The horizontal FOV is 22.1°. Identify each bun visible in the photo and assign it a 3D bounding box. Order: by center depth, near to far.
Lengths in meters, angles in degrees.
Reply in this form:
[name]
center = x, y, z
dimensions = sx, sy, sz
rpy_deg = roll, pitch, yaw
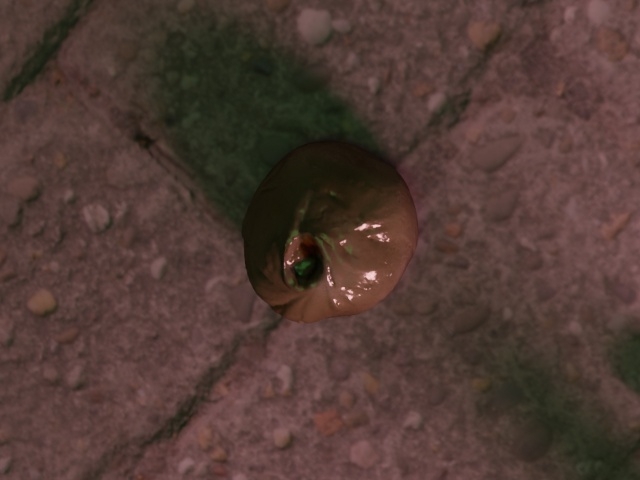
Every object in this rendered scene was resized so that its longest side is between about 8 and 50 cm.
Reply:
[bun]
center = 0.000, 0.000, 1.506
dimensions = 0.167, 0.113, 0.173
rpy_deg = 19, 109, 13
